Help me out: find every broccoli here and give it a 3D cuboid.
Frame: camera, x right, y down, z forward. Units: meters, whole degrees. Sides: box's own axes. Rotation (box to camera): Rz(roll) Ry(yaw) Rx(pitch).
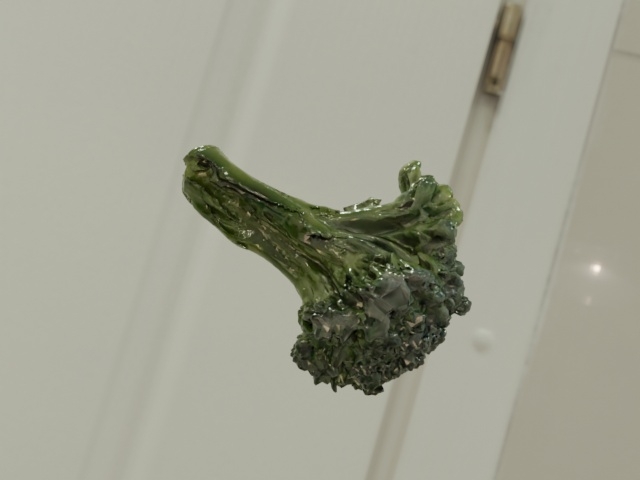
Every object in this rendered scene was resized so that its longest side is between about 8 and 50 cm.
[{"bbox_3d":[0.017,-0.008,1.112,0.274,0.199,0.177,54,11,4],"label":"broccoli"}]
